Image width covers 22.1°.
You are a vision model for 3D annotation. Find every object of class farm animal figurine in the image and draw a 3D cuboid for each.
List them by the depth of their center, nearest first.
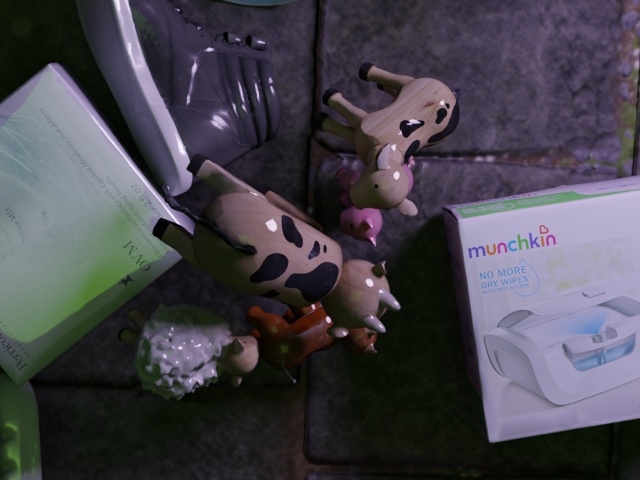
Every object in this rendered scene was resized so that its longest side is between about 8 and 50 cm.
[{"bbox_3d":[0.000,0.000,1.531,0.327,0.172,0.330,-1,116,-47],"label":"farm animal figurine"}]

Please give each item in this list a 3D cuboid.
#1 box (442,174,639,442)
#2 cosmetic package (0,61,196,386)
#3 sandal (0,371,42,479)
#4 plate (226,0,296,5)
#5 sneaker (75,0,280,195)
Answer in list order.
[{"bbox_3d":[0.272,0.060,1.654,0.262,0.127,0.231,-8,99,-2],"label":"box"},{"bbox_3d":[-0.274,-0.019,1.601,0.225,0.138,0.224,-39,97,2],"label":"cosmetic package"},{"bbox_3d":[-0.282,0.338,1.643,0.102,0.169,0.416,-4,98,-28],"label":"sandal"},{"bbox_3d":[-0.067,-0.298,1.584,0.188,0.188,0.024,10,56,-5],"label":"plate"},{"bbox_3d":[-0.139,-0.199,1.617,0.147,0.104,0.295,-20,82,-25],"label":"sneaker"}]
